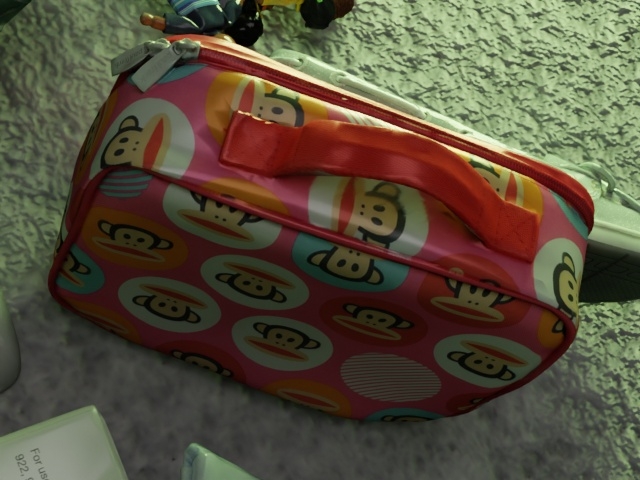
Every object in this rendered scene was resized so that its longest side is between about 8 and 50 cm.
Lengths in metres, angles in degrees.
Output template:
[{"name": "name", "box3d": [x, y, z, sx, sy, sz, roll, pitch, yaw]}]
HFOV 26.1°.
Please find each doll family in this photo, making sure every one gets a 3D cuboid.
[{"name": "doll family", "box3d": [-0.046, -0.178, 0.965, 0.193, 0.076, 0.111, -25, 83, -22]}]

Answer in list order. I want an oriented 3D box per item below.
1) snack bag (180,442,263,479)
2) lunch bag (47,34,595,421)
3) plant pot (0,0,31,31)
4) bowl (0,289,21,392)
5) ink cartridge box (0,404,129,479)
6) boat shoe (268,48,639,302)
[{"name": "snack bag", "box3d": [-0.003, 0.291, 0.684, 0.037, 0.323, 0.343, -11, 65, 23]}, {"name": "lunch bag", "box3d": [0.000, 0.000, 0.795, 0.293, 0.258, 0.120, 20, 63, -12]}, {"name": "plant pot", "box3d": [-0.284, -0.222, 0.807, 0.247, 0.248, 0.252, -34, 100, -28]}, {"name": "bowl", "box3d": [-0.255, 0.038, 0.805, 0.142, 0.053, 0.142, -19, 75, -24]}, {"name": "ink cartridge box", "box3d": [-0.226, 0.197, 0.663, 0.272, 0.198, 0.115, -18, 75, -25]}, {"name": "boat shoe", "box3d": [0.102, -0.039, 0.933, 0.320, 0.118, 0.103, 15, 68, -6]}]
